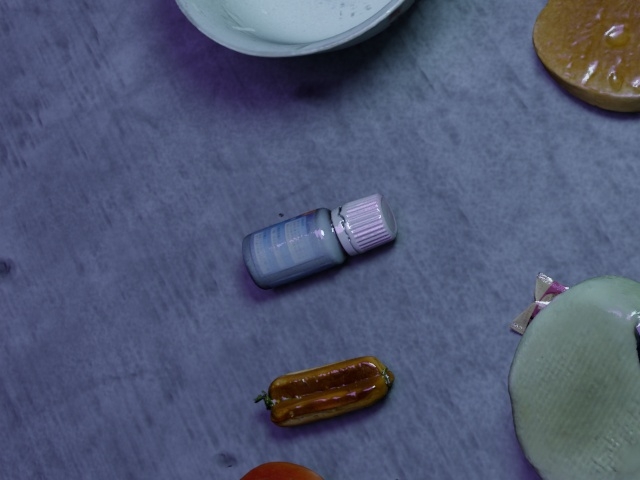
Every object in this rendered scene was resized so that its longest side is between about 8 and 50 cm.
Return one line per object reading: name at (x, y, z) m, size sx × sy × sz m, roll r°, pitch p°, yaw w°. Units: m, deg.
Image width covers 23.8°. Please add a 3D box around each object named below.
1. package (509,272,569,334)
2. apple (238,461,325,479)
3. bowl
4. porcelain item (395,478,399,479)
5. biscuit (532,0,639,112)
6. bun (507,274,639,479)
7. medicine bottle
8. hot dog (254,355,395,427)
package at (0.278, 0.088, 1.896) m, size 0.059 × 0.029 × 0.083 m, roll 31°, pitch 98°, yaw 22°
apple at (-0.059, 0.350, 1.891) m, size 0.139 × 0.163 × 0.163 m, roll 32°, pitch 88°, yaw 23°
bowl at (0.013, -0.416, 2.090) m, size 0.434 × 0.196 × 0.435 m, roll -7°, pitch 71°, yaw 22°
porcelain item at (0.145, 0.385, 1.844) m, size 0.084 × 0.054 × 0.213 m, roll -40°, pitch 62°, yaw 5°
biscuit at (0.405, -0.340, 1.963) m, size 0.287 × 0.057 × 0.344 m, roll 34°, pitch 89°, yaw 29°
bun at (0.362, 0.178, 1.750) m, size 0.283 × 0.179 × 0.283 m, roll 10°, pitch 105°, yaw 39°
medicine bottle at (0.000, 0.000, 2.023) m, size 0.203 × 0.083 × 0.083 m, roll -18°, pitch 67°, yaw 18°
hot dog at (0.007, 0.198, 1.969) m, size 0.188 × 0.055 × 0.072 m, roll -15°, pitch 64°, yaw 20°
